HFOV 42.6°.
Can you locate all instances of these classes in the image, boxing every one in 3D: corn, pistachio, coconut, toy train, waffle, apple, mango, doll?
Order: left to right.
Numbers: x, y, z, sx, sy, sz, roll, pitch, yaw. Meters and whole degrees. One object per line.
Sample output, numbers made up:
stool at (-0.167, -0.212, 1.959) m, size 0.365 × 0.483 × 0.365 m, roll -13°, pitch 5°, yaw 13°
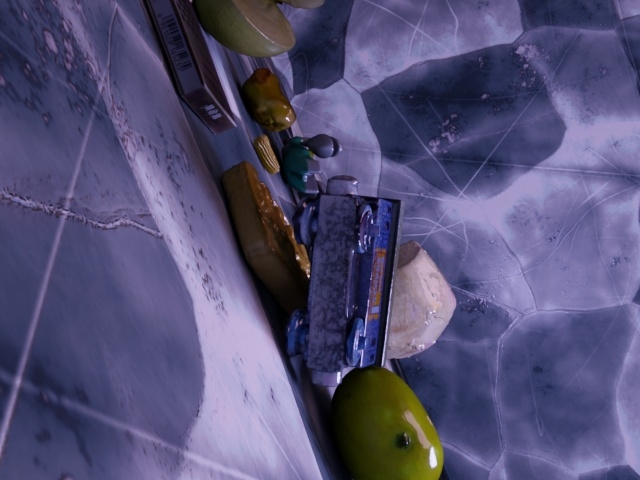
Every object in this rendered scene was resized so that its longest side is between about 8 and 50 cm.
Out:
apple at (-0.138, -0.541, 1.755) m, size 0.254 × 0.292 × 0.292 m, roll 21°, pitch 41°, yaw -49°
pistachio at (-0.130, -0.327, 1.956) m, size 0.189 × 0.100 × 0.110 m, roll 59°, pitch -22°, yaw 28°
corn at (-0.116, -0.185, 1.776) m, size 0.037 × 0.037 × 0.092 m, roll -100°, pitch 165°, yaw -69°
waffle at (-0.069, 0.015, 1.273) m, size 0.274 × 0.057 × 0.168 m, roll 60°, pitch 10°, yaw -55°
doll at (-0.027, -0.208, 2.129) m, size 0.195 × 0.153 × 0.258 m, roll 105°, pitch -23°, yaw -50°
toy train at (0.033, 0.058, 1.213) m, size 0.202 × 0.131 × 0.299 m, roll 5°, pitch 92°, yaw -72°
mango at (0.092, 0.285, 1.268) m, size 0.185 × 0.149 × 0.273 m, roll 57°, pitch 4°, yaw -27°
coconut at (0.187, 0.164, 2.034) m, size 0.254 × 0.297 × 0.297 m, roll 61°, pitch 4°, yaw 10°

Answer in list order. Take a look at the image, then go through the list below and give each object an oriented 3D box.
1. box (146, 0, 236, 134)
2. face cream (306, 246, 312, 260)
box at (-0.224, -0.340, 1.288) m, size 0.180 × 0.047 × 0.324 m, roll 49°, pitch 19°, yaw -75°
face cream at (0.000, 0.000, 1.969) m, size 0.229 × 0.075 × 0.075 m, roll -96°, pitch 163°, yaw -71°
